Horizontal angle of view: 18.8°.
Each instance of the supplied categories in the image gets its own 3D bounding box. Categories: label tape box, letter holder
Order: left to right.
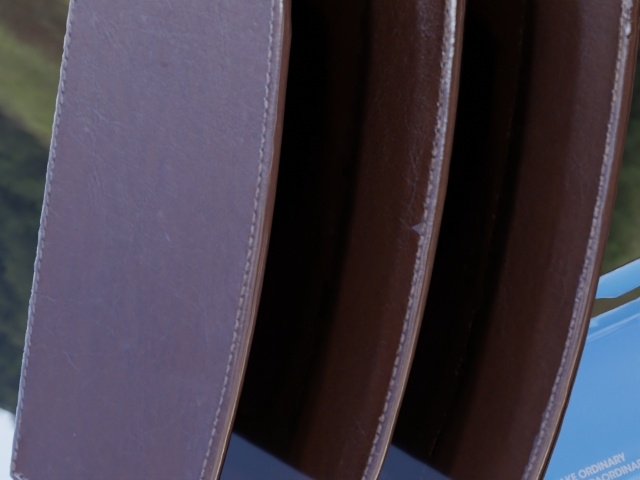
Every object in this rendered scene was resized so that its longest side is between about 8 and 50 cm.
[{"bbox_3d":[0.000,0.000,0.866,0.214,0.302,0.152,26,-155,36],"label":"letter holder"},{"bbox_3d":[0.281,0.121,1.388,0.333,0.240,0.106,22,-131,-46],"label":"label tape box"}]
